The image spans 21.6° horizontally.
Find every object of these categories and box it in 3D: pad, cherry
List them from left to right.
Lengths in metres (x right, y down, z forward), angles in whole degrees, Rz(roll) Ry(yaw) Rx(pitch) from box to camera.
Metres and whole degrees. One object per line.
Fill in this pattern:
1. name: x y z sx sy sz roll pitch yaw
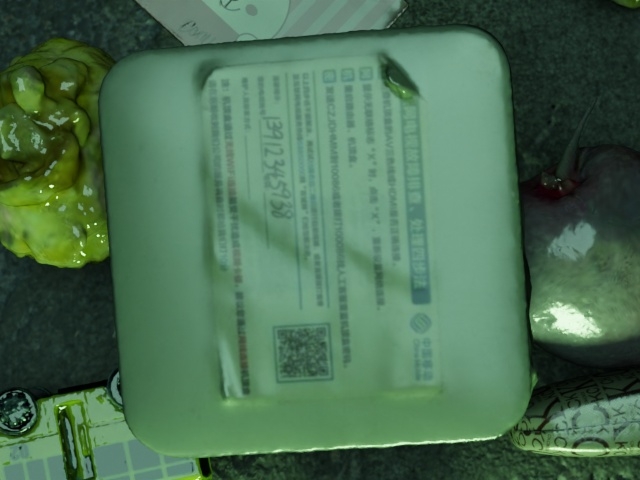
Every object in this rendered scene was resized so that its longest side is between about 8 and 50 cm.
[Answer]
1. pad: -0.079 -0.282 1.831 0.300 0.005 0.202 43 88 7
2. cherry: 0.268 0.011 1.688 0.213 0.183 0.266 -26 97 1

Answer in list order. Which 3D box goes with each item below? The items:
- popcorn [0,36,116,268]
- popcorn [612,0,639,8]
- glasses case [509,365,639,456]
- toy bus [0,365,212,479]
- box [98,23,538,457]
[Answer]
1. popcorn: -0.278 -0.092 1.711 0.212 0.259 0.259 -2 83 34
2. popcorn: 0.363 -0.354 1.725 0.235 0.181 0.217 3 86 9
3. glasses case: 0.365 0.166 1.690 0.354 0.137 0.085 -6 90 3
4. toy bus: -0.250 0.214 1.727 0.262 0.128 0.150 -12 84 1
5. box: 0.000 0.001 1.598 0.396 0.111 0.396 -3 94 7
